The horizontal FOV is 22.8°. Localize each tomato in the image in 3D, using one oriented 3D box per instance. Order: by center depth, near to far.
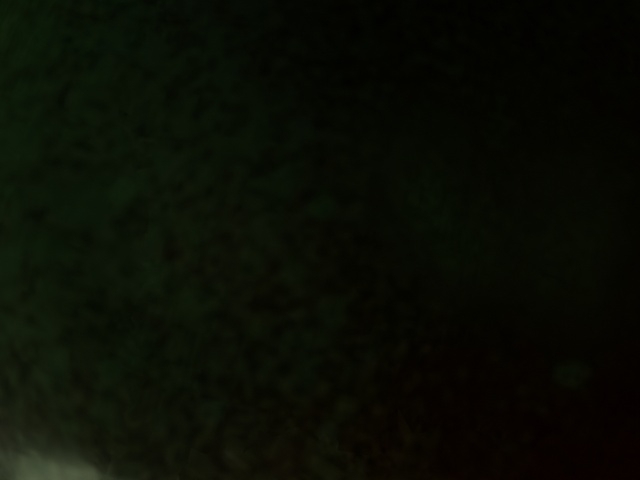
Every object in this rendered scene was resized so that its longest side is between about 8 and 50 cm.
[{"bbox_3d":[0.000,0.000,0.490,0.303,0.239,0.303,13,180,0],"label":"tomato"}]
